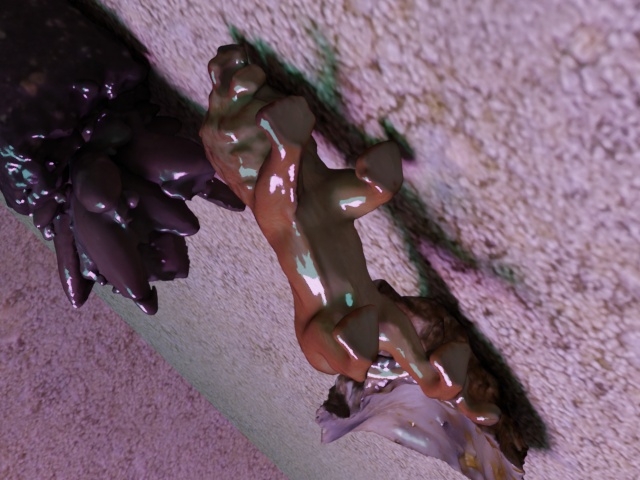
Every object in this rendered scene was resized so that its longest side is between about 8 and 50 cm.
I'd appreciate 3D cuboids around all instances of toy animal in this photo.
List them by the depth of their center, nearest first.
[{"bbox_3d":[0.000,0.000,0.701,0.157,0.097,0.313,-11,103,64],"label":"toy animal"}]

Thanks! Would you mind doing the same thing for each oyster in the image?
[{"bbox_3d":[0.107,0.156,0.912,0.204,0.111,0.396,23,157,7],"label":"oyster"}]

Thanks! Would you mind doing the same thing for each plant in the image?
[{"bbox_3d":[-0.227,-0.084,0.912,0.321,0.194,0.181,47,166,0],"label":"plant"}]
